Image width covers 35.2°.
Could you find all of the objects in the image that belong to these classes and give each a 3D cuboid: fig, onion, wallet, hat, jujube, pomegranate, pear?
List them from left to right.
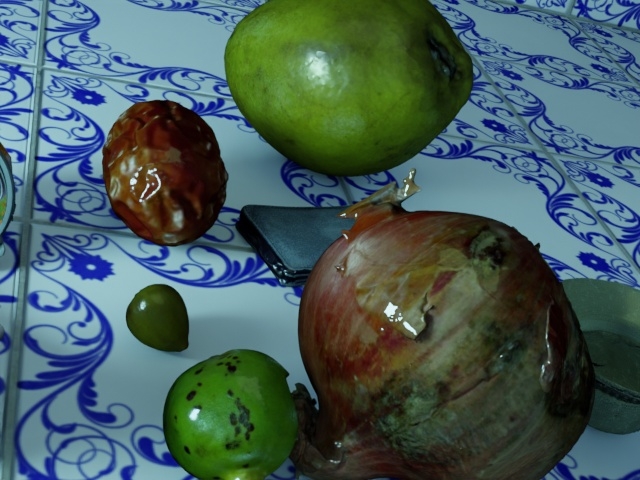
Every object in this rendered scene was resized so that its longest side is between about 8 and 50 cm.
[{"bbox_3d":[-0.186,0.094,1.179,0.088,0.074,0.074,54,36,1],"label":"fig"},{"bbox_3d":[-0.214,-0.095,1.381,0.174,0.174,0.250,5,29,-21],"label":"jujube"},{"bbox_3d":[-0.095,0.184,1.009,0.122,0.143,0.169,50,30,-37],"label":"pomegranate"},{"bbox_3d":[-0.001,0.002,1.469,0.222,0.036,0.167,-3,35,-35],"label":"wallet"},{"bbox_3d":[0.042,-0.267,1.649,0.413,0.352,0.352,16,24,36],"label":"pear"},{"bbox_3d":[0.127,0.105,1.064,0.353,0.354,0.353,13,30,-8],"label":"onion"},{"bbox_3d":[0.378,0.172,1.289,0.257,0.130,0.257,13,29,-8],"label":"hat"}]

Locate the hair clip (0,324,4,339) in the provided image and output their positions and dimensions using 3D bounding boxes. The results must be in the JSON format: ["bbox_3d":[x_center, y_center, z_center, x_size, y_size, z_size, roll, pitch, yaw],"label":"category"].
[{"bbox_3d":[-0.482,0.060,1.055,0.331,0.101,0.085,30,28,16],"label":"hair clip"}]

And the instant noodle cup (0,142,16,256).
[{"bbox_3d":[-0.454,-0.075,1.237,0.177,0.208,0.125,-13,18,-1],"label":"instant noodle cup"}]
